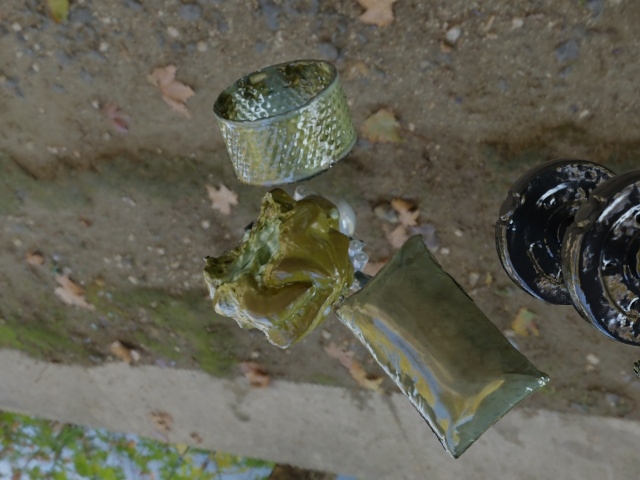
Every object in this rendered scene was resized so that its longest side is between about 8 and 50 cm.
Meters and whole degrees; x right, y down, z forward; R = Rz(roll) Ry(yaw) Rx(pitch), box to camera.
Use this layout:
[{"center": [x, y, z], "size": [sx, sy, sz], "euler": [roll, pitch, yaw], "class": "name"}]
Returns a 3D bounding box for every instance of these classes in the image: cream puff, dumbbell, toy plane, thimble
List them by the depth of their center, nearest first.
[{"center": [0.250, 0.003, 0.743], "size": [0.143, 0.143, 0.325], "euler": [48, 179, -13], "class": "dumbbell"}, {"center": [-0.051, 0.080, 1.662], "size": [0.274, 0.323, 0.270], "euler": [25, -160, -46], "class": "cream puff"}, {"center": [-0.073, -0.237, 1.681], "size": [0.271, 0.271, 0.150], "euler": [5, 129, 32], "class": "thimble"}, {"center": [0.004, -0.003, 1.929], "size": [0.267, 0.122, 0.267], "euler": [32, 137, 35], "class": "toy plane"}]

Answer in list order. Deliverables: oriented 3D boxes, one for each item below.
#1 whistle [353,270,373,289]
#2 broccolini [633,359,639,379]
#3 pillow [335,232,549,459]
[{"center": [0.216, 0.163, 1.892], "size": [0.348, 0.189, 0.189], "euler": [41, 142, -26], "class": "whistle"}, {"center": [0.576, 0.272, 1.386], "size": [0.068, 0.202, 0.091], "euler": [-30, 130, 23], "class": "broccolini"}, {"center": [0.168, 0.148, 1.250], "size": [0.185, 0.075, 0.302], "euler": [-44, 69, 12], "class": "pillow"}]
